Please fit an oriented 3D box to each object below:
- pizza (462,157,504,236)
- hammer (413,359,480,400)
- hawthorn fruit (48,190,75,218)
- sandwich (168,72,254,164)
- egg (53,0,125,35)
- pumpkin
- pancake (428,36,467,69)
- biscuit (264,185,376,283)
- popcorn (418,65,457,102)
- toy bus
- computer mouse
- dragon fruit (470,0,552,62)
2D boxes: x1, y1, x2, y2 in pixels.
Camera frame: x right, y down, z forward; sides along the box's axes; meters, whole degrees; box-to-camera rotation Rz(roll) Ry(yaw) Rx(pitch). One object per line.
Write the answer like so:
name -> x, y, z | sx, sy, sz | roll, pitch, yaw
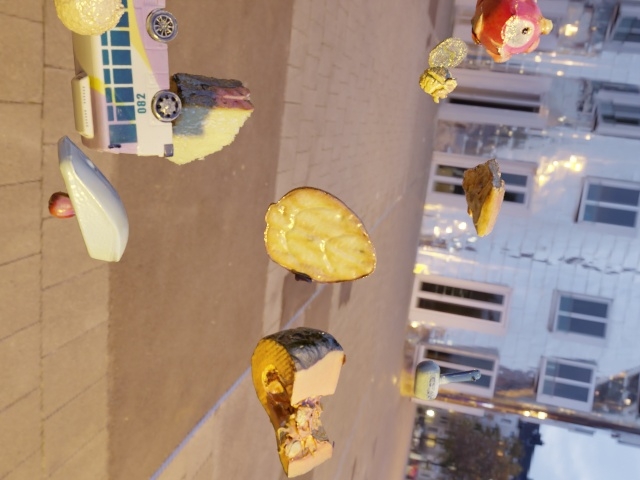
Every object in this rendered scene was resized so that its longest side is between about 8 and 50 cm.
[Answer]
pizza -> 0.479, -0.157, 1.897 | 0.297, 0.071, 0.189 | -86, -174, -51
hammer -> 0.357, 0.383, 1.765 | 0.069, 0.194, 0.116 | -110, -163, -60
hawthorn fruit -> -0.661, -0.089, 1.624 | 0.077, 0.077, 0.077 | 9, 90, -78
sandwich -> -0.396, -0.378, 2.005 | 0.262, 0.131, 0.325 | -7, 153, -41
egg -> -0.409, -0.424, 1.114 | 0.140, 0.118, 0.116 | -26, -121, 55
pumpkin -> -0.028, 0.316, 1.305 | 0.190, 0.139, 0.280 | -43, -117, 43
pancake -> 0.310, -0.454, 1.543 | 0.108, 0.108, 0.017 | 82, -15, -56
biscuit -> 0.000, -0.001, 1.335 | 0.203, 0.260, 0.041 | -62, -179, 17
popcorn -> 0.272, -0.357, 1.421 | 0.084, 0.084, 0.084 | 9, 90, -78
toy bus -> -0.528, -0.439, 1.682 | 0.249, 0.209, 0.439 | -11, 109, -35
computer mouse -> -0.372, -0.068, 1.048 | 0.128, 0.079, 0.230 | -126, -158, -48
dragon fruit -> 0.565, -0.663, 1.921 | 0.224, 0.224, 0.227 | 87, -3, -45
